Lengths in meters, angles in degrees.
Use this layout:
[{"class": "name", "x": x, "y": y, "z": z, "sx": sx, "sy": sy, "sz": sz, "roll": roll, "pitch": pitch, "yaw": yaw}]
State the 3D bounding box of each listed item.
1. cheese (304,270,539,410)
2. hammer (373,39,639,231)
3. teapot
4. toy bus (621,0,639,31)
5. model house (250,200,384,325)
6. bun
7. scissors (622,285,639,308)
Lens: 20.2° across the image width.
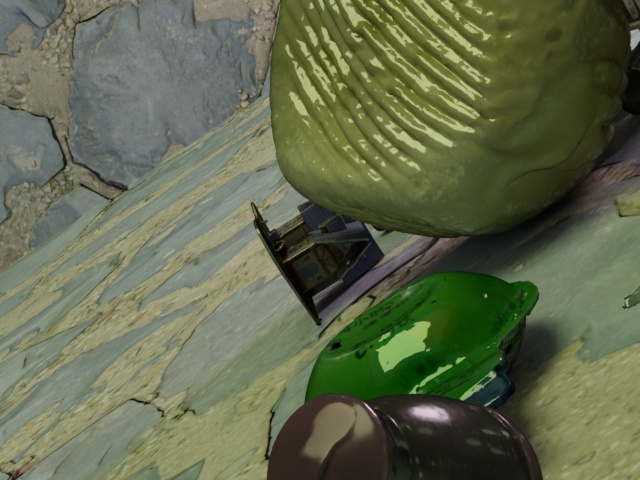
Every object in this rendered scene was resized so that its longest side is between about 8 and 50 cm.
[{"class": "cheese", "x": 0.068, "y": 0.094, "z": 1.210, "sx": 0.204, "sy": 0.083, "sz": 0.320, "roll": -34, "pitch": 10, "yaw": 2}, {"class": "hammer", "x": 0.186, "y": -0.093, "z": 1.710, "sx": 0.365, "sy": 0.043, "sz": 0.111, "roll": -29, "pitch": 13, "yaw": 37}, {"class": "teapot", "x": 0.029, "y": 0.143, "z": 0.955, "sx": 0.148, "sy": 0.146, "sz": 0.116, "roll": -48, "pitch": 48, "yaw": 16}, {"class": "toy bus", "x": 0.399, "y": -0.302, "z": 1.685, "sx": 0.342, "sy": 0.097, "sz": 0.138, "roll": -29, "pitch": 12, "yaw": -12}, {"class": "model house", "x": 0.000, "y": 0.000, "z": 1.700, "sx": 0.088, "sy": 0.117, "sz": 0.167, "roll": -32, "pitch": 9, "yaw": 2}, {"class": "bun", "x": 0.119, "y": -0.153, "z": 1.562, "sx": 0.227, "sy": 0.349, "sz": 0.352, "roll": 6, "pitch": -51, "yaw": -38}, {"class": "scissors", "x": 0.286, "y": -0.028, "z": 1.069, "sx": 0.144, "sy": 0.017, "sz": 0.248, "roll": 31, "pitch": 68, "yaw": 32}]
